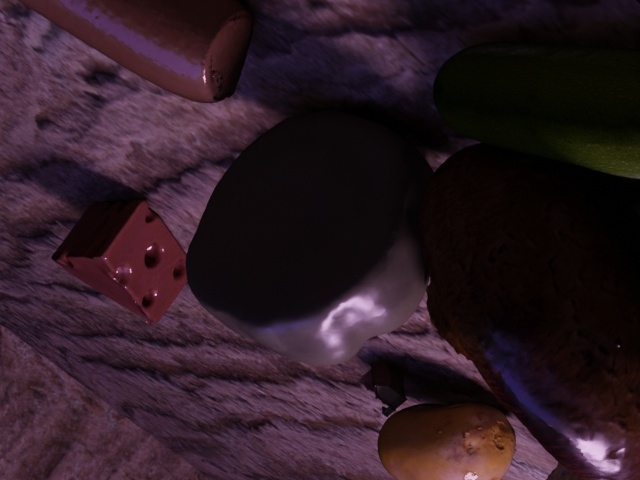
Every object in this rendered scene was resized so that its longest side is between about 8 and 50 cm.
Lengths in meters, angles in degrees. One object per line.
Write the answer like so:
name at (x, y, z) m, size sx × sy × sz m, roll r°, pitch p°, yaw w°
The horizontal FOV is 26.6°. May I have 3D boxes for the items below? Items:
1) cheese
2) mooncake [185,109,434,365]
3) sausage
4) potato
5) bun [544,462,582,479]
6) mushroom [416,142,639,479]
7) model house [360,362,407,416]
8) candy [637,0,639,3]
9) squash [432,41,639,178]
cheese at (-0.325, 0.015, 2.077) m, size 0.177 × 0.128 × 0.203 m, roll 19°, pitch 156°, yaw 31°
mooncake at (0.000, 0.000, 1.400) m, size 0.275 × 0.275 × 0.135 m, roll 16°, pitch 160°, yaw 37°
sausage at (-0.184, -0.237, 1.337) m, size 0.253 × 0.123 × 0.123 m, roll 31°, pitch 159°, yaw -1°
potato at (0.175, 0.296, 1.931) m, size 0.150 × 0.146 × 0.234 m, roll 23°, pitch 162°, yaw -28°
bun at (0.438, 0.427, 1.763) m, size 0.362 × 0.234 × 0.326 m, roll 26°, pitch 164°, yaw 36°
mushroom at (0.220, 0.060, 1.200) m, size 0.345 × 0.239 × 0.345 m, roll 23°, pitch -158°, yaw -10°
model house at (0.089, 0.214, 2.017) m, size 0.058 × 0.057 × 0.083 m, roll 37°, pitch -157°, yaw -23°
candy at (0.256, -0.171, 0.959) m, size 0.175 × 0.043 × 0.045 m, roll 38°, pitch 168°, yaw -13°
squash at (0.220, -0.102, 1.052) m, size 0.101 × 0.101 × 0.379 m, roll 46°, pitch 162°, yaw -31°
